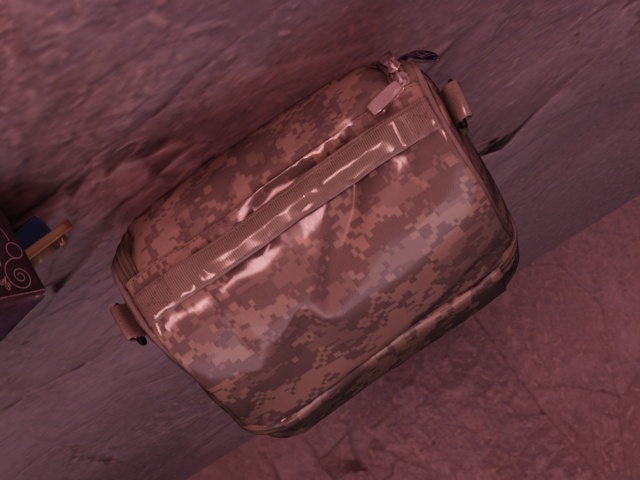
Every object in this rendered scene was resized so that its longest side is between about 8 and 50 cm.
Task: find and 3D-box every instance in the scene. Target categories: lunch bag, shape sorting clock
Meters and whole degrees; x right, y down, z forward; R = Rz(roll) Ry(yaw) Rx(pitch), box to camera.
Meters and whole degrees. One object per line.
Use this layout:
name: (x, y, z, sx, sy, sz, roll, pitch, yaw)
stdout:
lunch bag: (0.000, 0.000, 1.079, 0.305, 0.213, 0.256, -34, 165, 3)
shape sorting clock: (-0.259, 0.052, 0.959, 0.206, 0.040, 0.206, -37, -169, 8)

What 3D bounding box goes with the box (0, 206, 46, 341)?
box: (-0.305, 0.052, 0.768, 0.247, 0.142, 0.163, -43, 162, 31)
